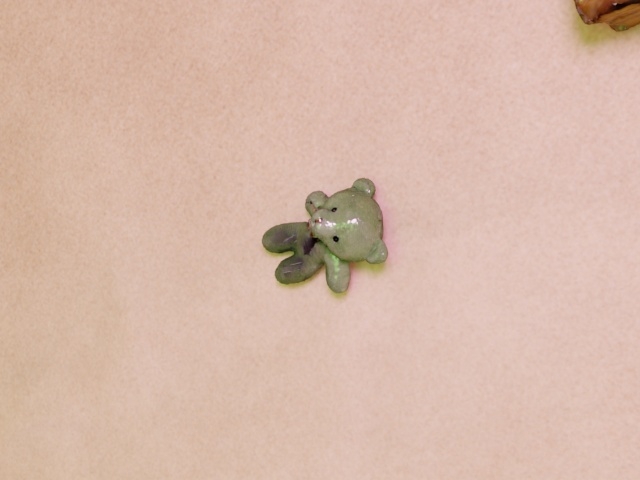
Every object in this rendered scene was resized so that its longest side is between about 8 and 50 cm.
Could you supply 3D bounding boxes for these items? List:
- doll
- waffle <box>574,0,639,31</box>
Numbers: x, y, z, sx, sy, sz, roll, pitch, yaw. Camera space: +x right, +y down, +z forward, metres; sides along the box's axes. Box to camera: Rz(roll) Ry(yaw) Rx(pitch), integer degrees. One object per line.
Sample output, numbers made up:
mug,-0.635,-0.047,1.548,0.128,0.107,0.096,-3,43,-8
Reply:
doll,0.000,0.000,1.006,0.150,0.077,0.115,-27,71,34
waffle,0.293,-0.352,0.808,0.213,0.091,0.308,-12,88,48
